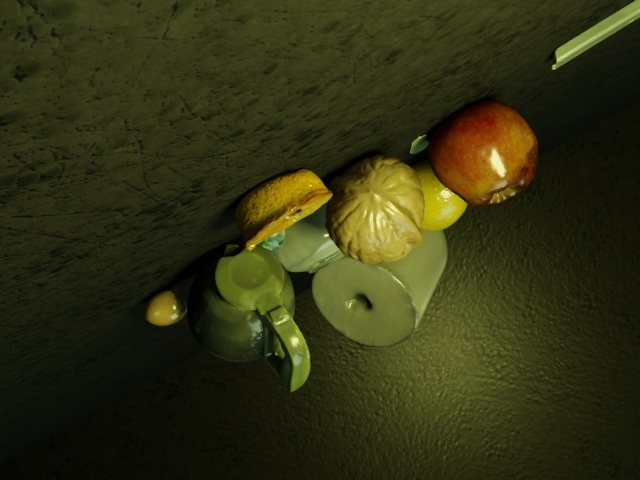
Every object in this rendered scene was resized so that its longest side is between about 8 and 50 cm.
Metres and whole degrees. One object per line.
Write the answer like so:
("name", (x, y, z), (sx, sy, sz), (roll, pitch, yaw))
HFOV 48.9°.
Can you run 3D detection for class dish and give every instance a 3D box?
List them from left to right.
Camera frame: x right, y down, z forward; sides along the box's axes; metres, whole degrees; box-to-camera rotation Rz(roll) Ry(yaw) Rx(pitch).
("dish", (0.000, 0.000, 1.744), (0.256, 0.117, 0.256), (-28, 172, -5))

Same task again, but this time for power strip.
("power strip", (0.581, -0.431, 1.439), (0.252, 0.027, 0.060), (-31, 171, 10))

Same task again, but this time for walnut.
("walnut", (0.113, -0.061, 1.433), (0.225, 0.225, 0.261), (-30, 167, 1))

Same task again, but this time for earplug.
("earplug", (0.193, 0.067, 2.003), (0.312, 0.312, 0.394), (-37, -170, 43))

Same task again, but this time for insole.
("insole", (0.225, -0.217, 1.595), (0.053, 0.002, 0.152), (-30, 172, 3))

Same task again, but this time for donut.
("donut", (-0.072, -0.063, 1.248), (0.190, 0.075, 0.174), (-29, 172, -36))

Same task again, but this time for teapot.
("teapot", (-0.158, 0.155, 1.495), (0.239, 0.322, 0.239), (-3, 155, -13))

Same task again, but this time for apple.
("apple", (0.356, -0.184, 1.523), (0.230, 0.230, 0.230), (-29, 172, -4))

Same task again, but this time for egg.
("egg", (-0.350, 0.154, 1.583), (0.096, 0.080, 0.080), (-33, 172, 7))

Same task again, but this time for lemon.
("lemon", (0.286, -0.119, 1.787), (0.186, 0.187, 0.244), (-25, 171, -30))

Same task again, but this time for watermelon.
("watermelon", (-0.110, -0.018, 1.468), (0.085, 0.085, 0.061), (-29, -153, -5))
